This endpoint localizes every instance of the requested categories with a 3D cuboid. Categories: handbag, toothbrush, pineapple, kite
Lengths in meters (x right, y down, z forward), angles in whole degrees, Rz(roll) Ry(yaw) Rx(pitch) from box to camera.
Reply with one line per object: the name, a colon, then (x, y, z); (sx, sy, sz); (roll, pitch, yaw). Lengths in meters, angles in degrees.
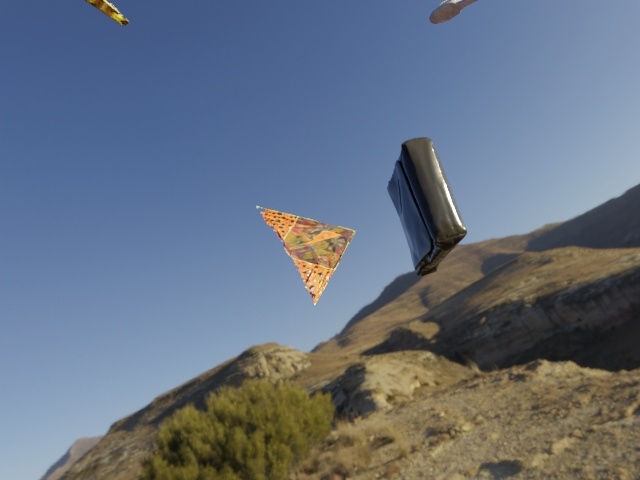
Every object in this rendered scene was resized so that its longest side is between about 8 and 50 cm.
handbag: (0.220, -0.067, 0.992); (0.080, 0.246, 0.223); (-13, -19, -5)
toothbrush: (0.258, -0.344, 0.589); (0.307, 0.025, 0.029); (1, 53, 57)
pineapple: (-0.282, -0.301, 0.582); (0.019, 0.045, 0.083); (-48, -14, 10)
kite: (0.000, 0.001, 0.697); (0.125, 0.222, 0.008); (-16, -43, -19)
